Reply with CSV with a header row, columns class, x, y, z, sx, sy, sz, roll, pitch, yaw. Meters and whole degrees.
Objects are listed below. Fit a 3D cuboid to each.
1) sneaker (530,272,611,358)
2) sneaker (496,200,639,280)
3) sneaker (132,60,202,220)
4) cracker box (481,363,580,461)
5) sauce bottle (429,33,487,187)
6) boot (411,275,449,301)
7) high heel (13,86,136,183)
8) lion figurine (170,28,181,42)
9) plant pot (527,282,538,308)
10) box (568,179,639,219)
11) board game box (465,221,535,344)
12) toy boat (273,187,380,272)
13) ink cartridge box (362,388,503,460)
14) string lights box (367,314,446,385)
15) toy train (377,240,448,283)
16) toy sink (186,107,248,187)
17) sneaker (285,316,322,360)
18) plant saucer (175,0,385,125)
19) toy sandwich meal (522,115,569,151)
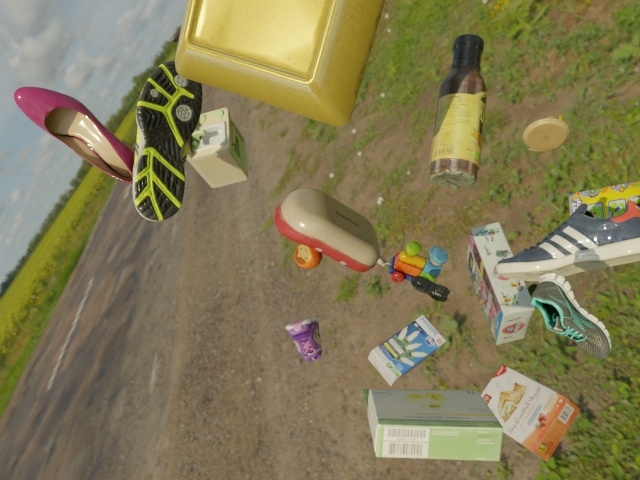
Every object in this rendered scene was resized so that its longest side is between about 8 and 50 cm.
class,x,y,z,sx,sy,sz,roll,pitch,yaw
sneaker,0.413,0.138,0.929,0.076,0.166,0.065,-33,-11,-34
sneaker,0.586,0.000,1.312,0.350,0.131,0.148,-15,70,29
sneaker,-0.379,-0.236,1.303,0.147,0.145,0.384,-3,74,63
cracker box,0.523,0.437,1.432,0.155,0.067,0.232,-54,25,-7
sauce bottle,0.317,-0.295,1.247,0.111,0.111,0.344,-8,70,61
boot,0.325,0.144,1.629,0.099,0.121,0.045,52,-122,-74
high heel,-0.661,-0.291,1.526,0.127,0.377,0.181,-55,28,14
lion figurine,-0.072,-0.457,1.005,0.240,0.392,0.142,104,151,-43
plant pot,0.684,0.183,1.706,0.083,0.079,0.083,-163,90,-81
box,0.942,-0.065,1.616,0.279,0.290,0.177,-12,79,60
board game box,0.545,0.133,1.707,0.098,0.224,0.303,-14,56,2
toy boat,0.000,0.000,1.140,0.151,0.231,0.151,-47,28,27
ink cartridge box,0.157,0.253,0.848,0.235,0.171,0.056,-95,6,-81
string lights box,0.317,0.401,2.033,0.260,0.133,0.076,-30,-26,-25
toy train,0.262,0.053,1.725,0.143,0.248,0.105,115,173,-47
toy sink,-0.308,-0.285,1.619,0.131,0.234,0.152,-13,62,10
sneaker,-0.037,0.297,1.626,0.095,0.236,0.104,-15,66,1
plant saucer,-0.072,-0.381,0.859,0.081,0.333,0.332,-33,-38,-69
toy sandwich meal,0.404,-0.193,0.992,0.085,0.085,0.029,-32,37,45
